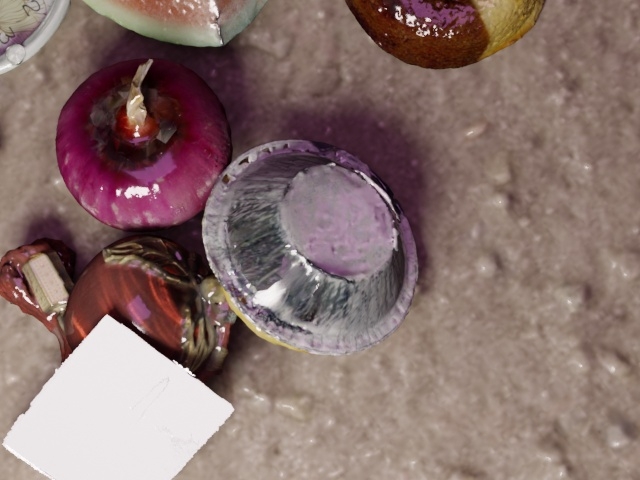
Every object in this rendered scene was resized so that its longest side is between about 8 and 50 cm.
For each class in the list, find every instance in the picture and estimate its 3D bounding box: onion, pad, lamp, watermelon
[{"bbox_3d":[-0.175,-0.094,1.476,0.177,0.153,0.177,1,97,6],"label":"onion"},{"bbox_3d":[-0.200,0.179,1.445,0.156,0.004,0.232,37,125,-7],"label":"pad"},{"bbox_3d":[-0.197,0.066,1.463,0.223,0.151,0.215,-27,80,3],"label":"lamp"},{"bbox_3d":[-0.153,-0.326,1.488,0.260,0.176,0.256,1,77,21],"label":"watermelon"}]

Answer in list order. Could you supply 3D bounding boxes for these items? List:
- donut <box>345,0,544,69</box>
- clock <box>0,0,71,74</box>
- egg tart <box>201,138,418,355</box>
[{"bbox_3d":[0.143,-0.256,1.502,0.217,0.085,0.141,-28,84,-1],"label":"donut"},{"bbox_3d":[-0.364,-0.276,1.547,0.237,0.053,0.236,-1,83,4],"label":"clock"},{"bbox_3d":[0.000,0.000,1.441,0.234,0.094,0.234,13,61,-23],"label":"egg tart"}]
